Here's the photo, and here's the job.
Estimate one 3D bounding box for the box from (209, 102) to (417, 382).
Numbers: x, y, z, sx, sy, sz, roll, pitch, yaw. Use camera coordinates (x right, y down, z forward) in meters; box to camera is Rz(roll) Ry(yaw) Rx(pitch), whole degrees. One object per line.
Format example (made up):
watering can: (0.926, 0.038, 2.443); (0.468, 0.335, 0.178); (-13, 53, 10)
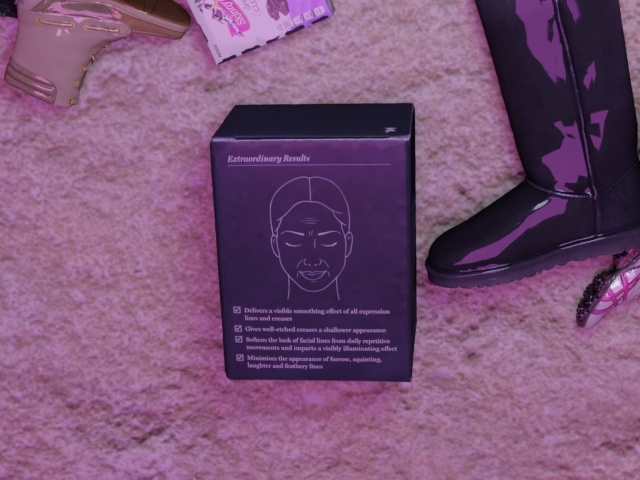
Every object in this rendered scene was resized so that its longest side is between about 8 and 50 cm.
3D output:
box: (0.000, 0.000, 1.914); (0.294, 0.212, 0.395); (1, 111, 6)

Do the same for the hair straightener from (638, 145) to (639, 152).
hair straightener: (0.503, -0.234, 1.847); (0.047, 0.089, 0.230); (23, 119, 29)

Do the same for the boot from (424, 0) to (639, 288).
boot: (0.296, -0.176, 1.847); (0.367, 0.146, 0.445); (-15, 113, -1)

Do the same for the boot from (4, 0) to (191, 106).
boot: (-0.347, -0.299, 1.905); (0.262, 0.095, 0.203); (10, 122, -15)

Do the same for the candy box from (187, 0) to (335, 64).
candy box: (-0.100, -0.380, 1.860); (0.196, 0.070, 0.164); (-22, 106, 12)

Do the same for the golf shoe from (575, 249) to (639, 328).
golf shoe: (0.482, 0.075, 1.968); (0.086, 0.067, 0.186); (32, 110, -7)

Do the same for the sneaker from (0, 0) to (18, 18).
sneaker: (-0.550, -0.419, 1.886); (0.272, 0.108, 0.100); (19, 96, -18)
